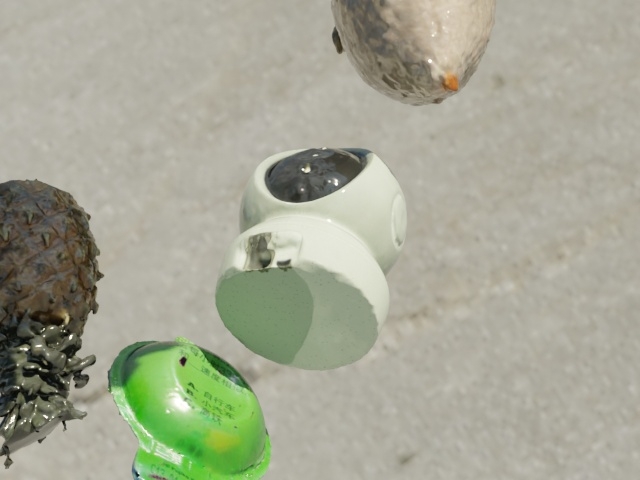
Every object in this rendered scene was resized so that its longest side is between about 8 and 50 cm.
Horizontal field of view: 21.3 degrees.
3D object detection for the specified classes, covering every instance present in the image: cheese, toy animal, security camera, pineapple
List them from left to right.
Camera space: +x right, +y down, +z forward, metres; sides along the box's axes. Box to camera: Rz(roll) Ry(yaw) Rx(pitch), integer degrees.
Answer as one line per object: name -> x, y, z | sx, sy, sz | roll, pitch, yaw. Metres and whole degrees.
pineapple -> -0.285, 0.083, 1.658 | 0.158, 0.158, 0.279 | -25, 55, 19
cheese -> -0.140, 0.204, 1.769 | 0.083, 0.204, 0.320 | -50, 16, 27
security camera -> 0.000, 0.000, 1.865 | 0.194, 0.194, 0.236 | -17, 37, 34
toy animal -> 0.105, -0.272, 1.928 | 0.188, 0.226, 0.358 | -9, 48, 0
